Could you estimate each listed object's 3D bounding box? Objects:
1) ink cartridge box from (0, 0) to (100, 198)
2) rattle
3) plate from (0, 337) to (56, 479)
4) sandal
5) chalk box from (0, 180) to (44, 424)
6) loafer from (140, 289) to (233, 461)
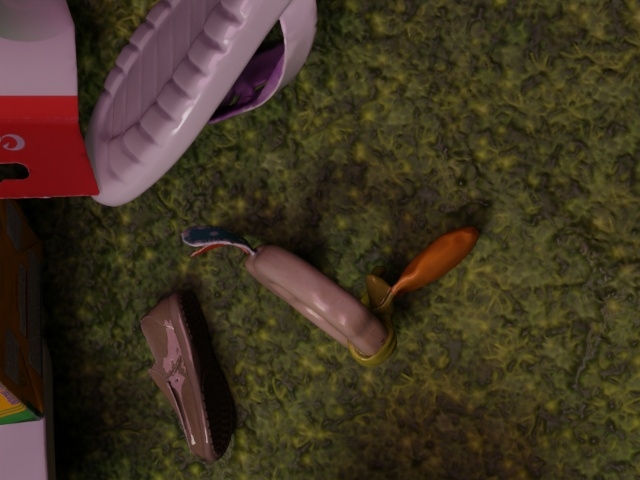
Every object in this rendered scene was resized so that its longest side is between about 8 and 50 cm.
[{"bbox_3d":[-0.277,-0.135,1.074,0.056,0.181,0.224,-59,45,45],"label":"ink cartridge box"},{"bbox_3d":[0.000,0.000,1.096,0.200,0.130,0.142,35,99,39],"label":"rattle"},{"bbox_3d":[-0.312,0.258,1.186,0.278,0.277,0.045,-39,128,21],"label":"plate"},{"bbox_3d":[-0.048,-0.170,1.061,0.102,0.169,0.416,26,119,-29],"label":"sandal"},{"bbox_3d":[-0.390,0.057,1.116,0.289,0.179,0.180,-7,65,5],"label":"chalk box"},{"bbox_3d":[-0.114,0.117,1.164,0.050,0.056,0.148,-16,83,22],"label":"loafer"}]
